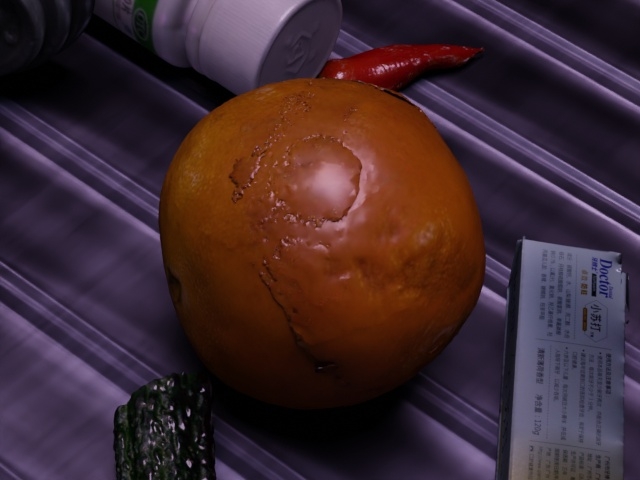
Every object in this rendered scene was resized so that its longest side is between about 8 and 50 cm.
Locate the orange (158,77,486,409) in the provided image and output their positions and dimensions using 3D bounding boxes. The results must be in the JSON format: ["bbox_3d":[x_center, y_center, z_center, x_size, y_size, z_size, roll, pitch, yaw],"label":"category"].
[{"bbox_3d":[0.000,0.000,1.255,0.240,0.240,0.240,4,47,-4],"label":"orange"}]

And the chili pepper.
[{"bbox_3d":[0.067,-0.150,1.544,0.178,0.027,0.045,-12,50,-20],"label":"chili pepper"}]

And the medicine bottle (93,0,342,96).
[{"bbox_3d":[-0.107,-0.214,1.506,0.237,0.139,0.139,35,53,23],"label":"medicine bottle"}]

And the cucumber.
[{"bbox_3d":[-0.097,0.200,1.170,0.077,0.077,0.265,-1,48,-9],"label":"cucumber"}]

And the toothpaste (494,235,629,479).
[{"bbox_3d":[0.170,0.131,1.272,0.089,0.071,0.313,7,47,2],"label":"toothpaste"}]

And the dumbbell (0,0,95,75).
[{"bbox_3d":[-0.300,-0.119,1.365,0.179,0.179,0.406,14,47,5],"label":"dumbbell"}]
